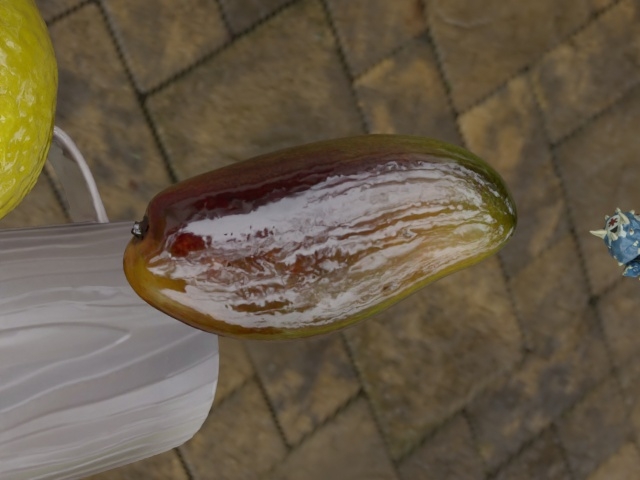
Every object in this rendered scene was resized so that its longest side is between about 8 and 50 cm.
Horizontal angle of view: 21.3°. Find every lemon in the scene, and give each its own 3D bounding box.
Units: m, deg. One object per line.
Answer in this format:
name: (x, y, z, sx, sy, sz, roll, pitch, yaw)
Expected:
lemon: (-0.093, -0.031, 0.392, 0.065, 0.065, 0.092, 28, 62, -41)

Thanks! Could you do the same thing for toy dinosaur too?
toy dinosaur: (0.219, 0.000, 1.176, 0.030, 0.047, 0.083, -35, 153, 27)

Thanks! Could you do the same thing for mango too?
mango: (0.000, 0.000, 1.155, 0.267, 0.111, 0.133, -11, 100, -4)

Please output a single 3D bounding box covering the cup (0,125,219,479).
cup: (-0.257, 0.069, 1.377, 0.273, 0.288, 0.208, -9, 152, -41)
